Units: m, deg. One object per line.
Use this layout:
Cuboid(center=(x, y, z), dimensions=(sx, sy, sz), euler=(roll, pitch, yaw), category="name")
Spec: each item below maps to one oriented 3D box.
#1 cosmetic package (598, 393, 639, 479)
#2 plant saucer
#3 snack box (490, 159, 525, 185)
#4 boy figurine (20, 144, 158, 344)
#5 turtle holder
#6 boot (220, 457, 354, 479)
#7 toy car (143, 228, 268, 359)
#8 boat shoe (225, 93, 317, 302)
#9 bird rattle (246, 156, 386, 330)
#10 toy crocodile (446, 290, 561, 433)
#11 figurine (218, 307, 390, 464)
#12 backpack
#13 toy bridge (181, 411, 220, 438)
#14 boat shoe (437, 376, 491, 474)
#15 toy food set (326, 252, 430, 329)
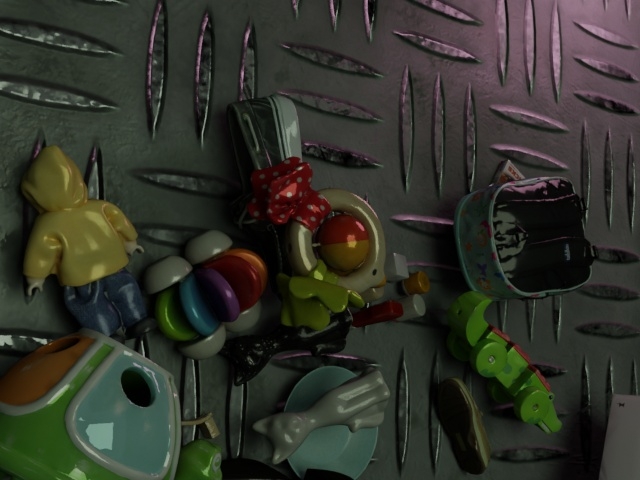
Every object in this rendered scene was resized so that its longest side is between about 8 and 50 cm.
Cuboid(center=(0.607, 0.528, 1.864), dimensions=(0.284, 0.097, 0.377), euler=(50, 49, -42), category="cosmetic package")
Cuboid(center=(0.008, 0.299, 1.561), dimensions=(0.194, 0.037, 0.195), euler=(5, 82, -36), category="plant saucer")
Cuboid(center=(0.405, -0.078, 1.920), dimensions=(0.178, 0.022, 0.064), euler=(42, 60, -25), category="snack box")
Cuboid(center=(-0.329, 0.014, 1.312), dimensions=(0.177, 0.092, 0.285), euler=(-31, 102, -35), category="boy figurine")
Cuboid(center=(-0.265, 0.255, 1.213), dimensions=(0.320, 0.243, 0.227), euler=(29, 74, -7), category="turtle holder")
Cuboid(center=(-0.091, 0.475, 1.447), dimensions=(0.264, 0.096, 0.281), euler=(15, 90, -36), category="boot")
Cuboid(center=(-0.152, 0.076, 1.407), dimensions=(0.182, 0.136, 0.159), euler=(-35, 105, -35), category="toy car")
Cuboid(center=(-0.087, -0.057, 1.504), dimensions=(0.119, 0.121, 0.335), euler=(-6, 82, -23), category="boat shoe")
Cuboid(center=(0.000, 0.000, 1.422), dimensions=(0.206, 0.143, 0.254), euler=(-5, 75, -35), category="bird rattle")
Cuboid(center=(0.334, 0.227, 1.750), dimensions=(0.105, 0.115, 0.340), euler=(-45, 114, -6), category="toy crocodile")
Cuboid(center=(-0.027, 0.213, 1.481), dimensions=(0.209, 0.092, 0.215), euler=(-20, 71, -23), category="figurine")
Cuboid(center=(0.351, 0.001, 1.762), dimensions=(0.253, 0.191, 0.225), euler=(-8, 87, -44), category="backpack")
Cuboid(center=(-0.228, 0.295, 1.391), dimensions=(0.188, 0.026, 0.063), euler=(-30, 101, -36), category="toy bridge")
Cuboid(center=(0.261, 0.321, 1.741), dimensions=(0.072, 0.068, 0.190), euler=(-36, 115, -47), category="boat shoe")
Cuboid(center=(0.086, 0.087, 1.633), dimensions=(0.232, 0.104, 0.111), euler=(16, 60, -53), category="toy food set")
